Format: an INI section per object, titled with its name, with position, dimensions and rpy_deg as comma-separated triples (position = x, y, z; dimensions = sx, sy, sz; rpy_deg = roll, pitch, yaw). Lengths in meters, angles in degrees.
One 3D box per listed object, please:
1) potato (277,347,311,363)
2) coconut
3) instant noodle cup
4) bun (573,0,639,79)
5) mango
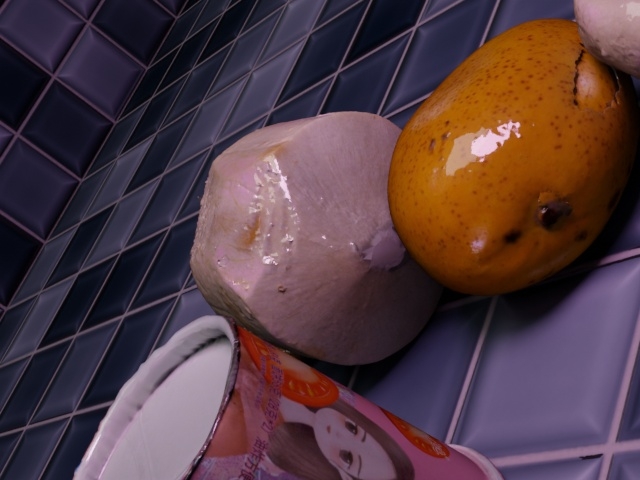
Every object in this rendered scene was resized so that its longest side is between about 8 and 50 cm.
[potato]
position = -0.031, 0.100, 1.161
dimensions = 0.051, 0.040, 0.083
rpy_deg = -52, 23, -14
[coconut]
position = 0.002, -0.003, 1.022
dimensions = 0.241, 0.241, 0.241
rpy_deg = -42, 25, 24
[instant noodle cup]
position = -0.032, 0.192, 0.786
dimensions = 0.243, 0.231, 0.243
rpy_deg = -43, 24, 24
[bun]
position = 0.298, -0.186, 0.842
dimensions = 0.237, 0.116, 0.210
rpy_deg = -25, 26, -4
[mango]
position = 0.164, -0.084, 0.928
dimensions = 0.191, 0.160, 0.290
rpy_deg = -40, 16, 41
